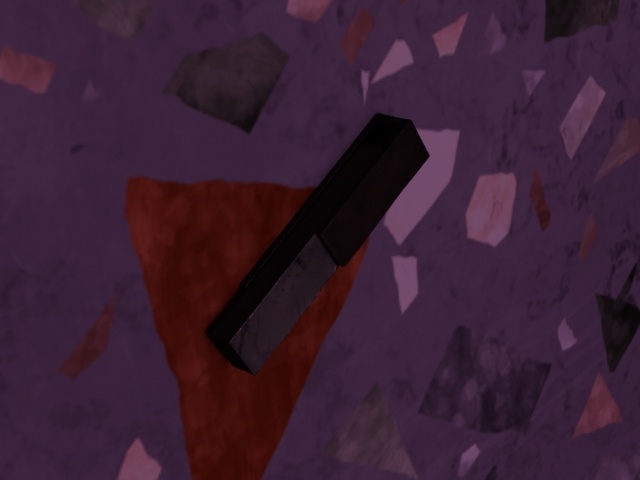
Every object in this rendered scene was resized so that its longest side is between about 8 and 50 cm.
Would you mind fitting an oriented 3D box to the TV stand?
[{"bbox_3d":[0.000,0.000,1.323,0.256,0.040,0.049,-52,134,-21],"label":"TV stand"}]
